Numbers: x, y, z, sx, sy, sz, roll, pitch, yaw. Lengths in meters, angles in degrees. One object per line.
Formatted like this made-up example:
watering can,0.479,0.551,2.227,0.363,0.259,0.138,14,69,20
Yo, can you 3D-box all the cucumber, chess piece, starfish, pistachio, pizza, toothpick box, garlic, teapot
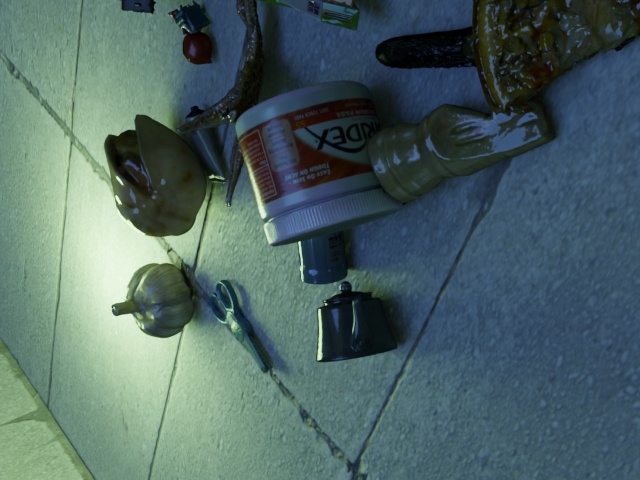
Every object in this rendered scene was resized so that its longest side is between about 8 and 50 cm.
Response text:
cucumber,0.172,-0.311,1.419,0.245,0.067,0.067,8,112,47
chess piece,0.229,-0.163,1.391,0.301,0.137,0.137,-19,91,40
starfish,-0.181,-0.312,1.738,0.398,0.132,0.383,126,152,-51
pistachio,-0.393,-0.152,2.049,0.321,0.229,0.238,60,-176,22
pizza,0.319,-0.287,1.218,0.288,0.074,0.251,33,120,36
toothpick box,0.000,0.000,1.735,0.101,0.101,0.153,15,119,46
garlic,-0.463,0.168,2.279,0.219,0.212,0.218,15,111,44
teapot,0.057,0.154,1.709,0.239,0.163,0.148,155,104,-81

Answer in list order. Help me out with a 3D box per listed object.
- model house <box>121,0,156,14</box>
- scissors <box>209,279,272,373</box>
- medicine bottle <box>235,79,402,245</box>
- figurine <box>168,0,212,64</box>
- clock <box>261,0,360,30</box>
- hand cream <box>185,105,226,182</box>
model house,-0.374,-0.589,1.837,0.243,0.211,0.204,30,129,40
scissors,-0.196,0.219,2.123,0.256,0.030,0.125,55,141,22
medicine bottle,-0.004,-0.135,1.544,0.253,0.253,0.240,-19,87,52
figurine,-0.277,-0.452,1.900,0.075,0.068,0.140,-12,102,49
clock,-0.023,-0.511,1.484,0.310,0.166,0.235,34,130,35
hand cream,-0.265,-0.222,2.001,0.087,0.054,0.186,11,122,57
